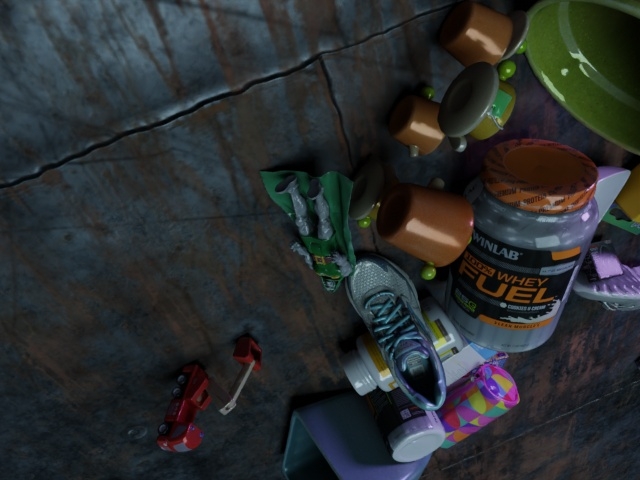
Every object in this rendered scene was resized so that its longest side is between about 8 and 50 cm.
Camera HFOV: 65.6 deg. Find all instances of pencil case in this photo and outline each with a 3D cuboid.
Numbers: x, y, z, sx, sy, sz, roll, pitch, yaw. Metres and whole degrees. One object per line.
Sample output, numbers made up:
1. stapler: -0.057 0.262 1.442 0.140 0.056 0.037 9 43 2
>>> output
1. pencil case: 0.311 0.350 1.054 0.105 0.104 0.236 9 132 -27

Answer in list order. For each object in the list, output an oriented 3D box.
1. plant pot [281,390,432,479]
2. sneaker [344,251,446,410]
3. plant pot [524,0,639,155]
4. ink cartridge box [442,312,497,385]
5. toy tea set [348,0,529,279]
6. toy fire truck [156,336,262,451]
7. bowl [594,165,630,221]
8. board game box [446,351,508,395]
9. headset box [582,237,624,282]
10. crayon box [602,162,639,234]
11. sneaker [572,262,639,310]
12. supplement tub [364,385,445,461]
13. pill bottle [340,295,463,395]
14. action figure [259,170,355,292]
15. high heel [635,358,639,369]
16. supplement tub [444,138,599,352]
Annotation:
1. plant pot: 0.096 0.474 1.068 0.252 0.247 0.247 -16 135 -31
2. sneaker: 0.134 0.147 0.810 0.110 0.122 0.282 -30 94 4
3. plant pot: 0.431 -0.274 0.577 0.254 0.276 0.276 -48 130 5
4. ink cartridge box: 0.262 0.220 1.011 0.143 0.092 0.090 -39 131 11
5. toy tea set: 0.169 -0.120 0.624 0.124 0.200 0.336 19 114 -25
6. toy fire truck: -0.183 0.260 0.839 0.135 0.192 0.047 -8 136 23
7. bowl: 0.449 -0.066 0.854 0.142 0.053 0.141 -17 135 -35
8. board game box: 0.318 0.314 1.145 0.194 0.045 0.146 -6 130 -17
9. headset box: 0.555 0.037 0.988 0.062 0.083 0.032 -9 166 -14
10. crayon box: 0.667 -0.112 0.871 0.203 0.083 0.323 14 131 -31
11. sneaker: 0.639 0.115 1.066 0.282 0.105 0.115 6 132 -22
12. supplement tub: 0.158 0.328 0.995 0.117 0.190 0.116 -11 132 -12
13. pill bottle: 0.150 0.204 0.937 0.215 0.117 0.117 -31 133 5
14. action figure: 0.000 0.000 0.724 0.063 0.137 0.232 -59 148 -30
15. high heel: 1.059 0.325 1.409 0.262 0.093 0.186 12 130 -19
16. supplement tub: 0.311 0.013 0.790 0.194 0.193 0.315 -13 131 -11
